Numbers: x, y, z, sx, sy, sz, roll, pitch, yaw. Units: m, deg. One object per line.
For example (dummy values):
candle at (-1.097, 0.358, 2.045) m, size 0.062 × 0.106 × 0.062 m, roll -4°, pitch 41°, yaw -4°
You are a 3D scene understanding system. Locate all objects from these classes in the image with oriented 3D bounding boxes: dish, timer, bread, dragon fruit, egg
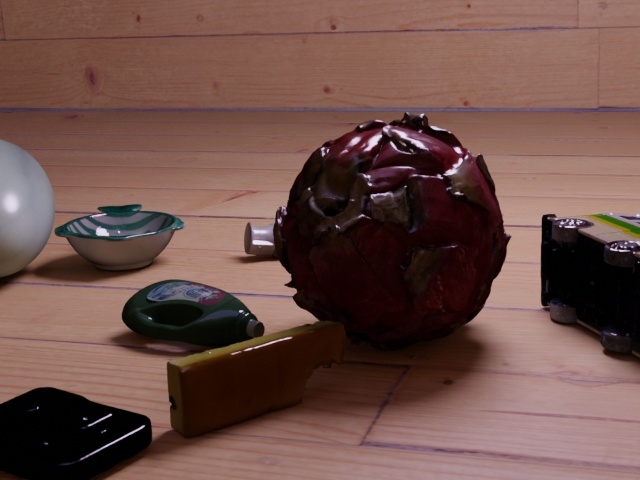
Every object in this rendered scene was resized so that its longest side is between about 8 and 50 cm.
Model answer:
dish at (-0.348, 0.000, 1.999) m, size 0.224 × 0.078 × 0.246 m, roll -4°, pitch 15°, yaw -8°
timer at (-0.289, 0.206, 1.236) m, size 0.187 × 0.055 × 0.144 m, roll 8°, pitch 17°, yaw 33°
bread at (-0.071, 0.157, 1.329) m, size 0.226 × 0.088 × 0.049 m, roll -11°, pitch 13°, yaw -34°
dragon fruit at (0.096, -0.008, 1.522) m, size 0.329 × 0.329 × 0.329 m, roll -2°, pitch 14°, yaw 1°
egg at (-0.571, -0.053, 1.949) m, size 0.230 × 0.230 × 0.371 m, roll -7°, pitch 21°, yaw -17°

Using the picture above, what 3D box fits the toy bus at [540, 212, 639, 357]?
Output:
toy bus at (0.433, 0.055, 1.526) m, size 0.179 × 0.143 × 0.305 m, roll -5°, pitch 13°, yaw -16°

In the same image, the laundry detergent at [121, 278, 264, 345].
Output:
laundry detergent at (-0.170, 0.109, 1.586) m, size 0.211 × 0.063 × 0.137 m, roll 12°, pitch 22°, yaw 39°

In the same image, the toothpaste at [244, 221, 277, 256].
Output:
toothpaste at (0.000, 0.000, 2.015) m, size 0.266 × 0.061 × 0.096 m, roll 1°, pitch 12°, yaw -16°
